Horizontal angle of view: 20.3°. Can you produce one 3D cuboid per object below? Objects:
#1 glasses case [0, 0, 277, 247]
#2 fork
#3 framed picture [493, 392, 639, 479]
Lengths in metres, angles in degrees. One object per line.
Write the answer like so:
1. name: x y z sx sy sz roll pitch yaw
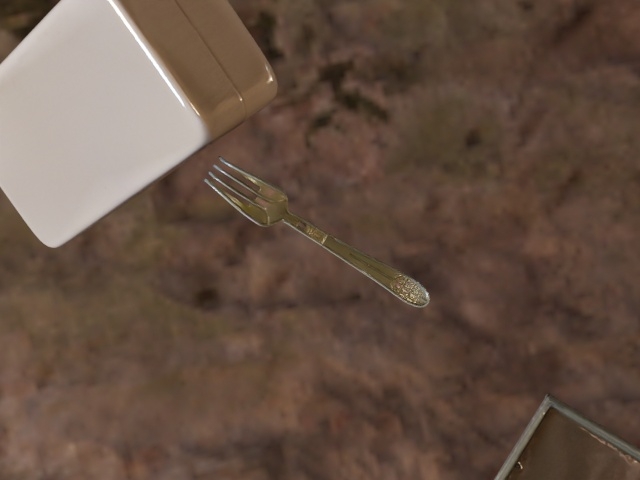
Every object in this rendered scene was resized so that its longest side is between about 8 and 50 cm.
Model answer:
1. glasses case: -0.159 -0.101 1.313 0.076 0.144 0.336 -38 -174 -30
2. fork: 0.002 0.001 1.438 0.034 0.219 0.028 -59 -157 -3
3. framed picture: 0.196 0.248 1.457 0.150 0.203 0.015 30 -176 2
